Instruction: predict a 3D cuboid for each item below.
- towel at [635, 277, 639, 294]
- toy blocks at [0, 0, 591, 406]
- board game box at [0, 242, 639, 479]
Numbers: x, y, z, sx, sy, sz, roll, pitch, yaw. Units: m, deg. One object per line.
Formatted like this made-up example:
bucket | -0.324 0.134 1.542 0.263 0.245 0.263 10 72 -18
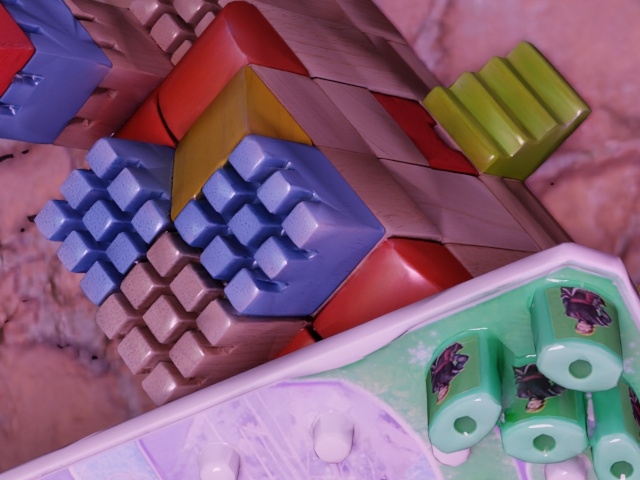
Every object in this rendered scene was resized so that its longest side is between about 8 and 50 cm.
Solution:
towel | 0.178 0.014 0.815 0.060 0.009 0.083 34 103 27
toy blocks | 0.000 0.000 0.765 0.191 0.261 0.381 -48 65 21
board game box | 0.009 0.231 0.701 0.390 0.050 0.390 -23 116 16
